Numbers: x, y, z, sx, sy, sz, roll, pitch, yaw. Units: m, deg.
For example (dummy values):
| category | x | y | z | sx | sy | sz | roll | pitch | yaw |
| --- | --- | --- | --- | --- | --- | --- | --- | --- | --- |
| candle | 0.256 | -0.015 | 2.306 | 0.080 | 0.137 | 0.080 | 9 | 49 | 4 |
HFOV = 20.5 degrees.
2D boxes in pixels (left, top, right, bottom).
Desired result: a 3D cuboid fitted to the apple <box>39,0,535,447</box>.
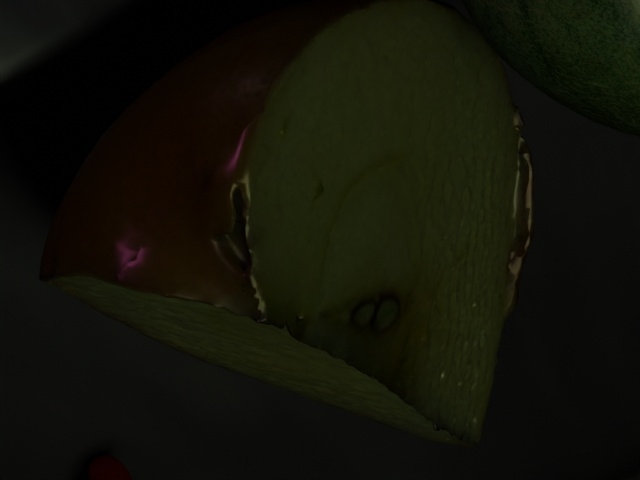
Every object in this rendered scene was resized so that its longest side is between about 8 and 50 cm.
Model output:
| category | x | y | z | sx | sy | sz | roll | pitch | yaw |
| --- | --- | --- | --- | --- | --- | --- | --- | --- | --- |
| apple | 0.000 | 0.000 | 0.944 | 0.254 | 0.179 | 0.346 | -29 | 151 | 16 |

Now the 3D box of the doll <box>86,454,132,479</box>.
| category | x | y | z | sx | sy | sz | roll | pitch | yaw |
| --- | --- | --- | --- | --- | --- | --- | --- | --- | --- |
| doll | -0.225 | 0.307 | 1.234 | 0.188 | 0.099 | 0.384 | -14 | 139 | -28 |

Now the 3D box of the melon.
| category | x | y | z | sx | sy | sz | roll | pitch | yaw |
| --- | --- | --- | --- | --- | --- | --- | --- | --- | --- |
| melon | 0.182 | -0.142 | 0.908 | 0.287 | 0.182 | 0.182 | 17 | 122 | -48 |
